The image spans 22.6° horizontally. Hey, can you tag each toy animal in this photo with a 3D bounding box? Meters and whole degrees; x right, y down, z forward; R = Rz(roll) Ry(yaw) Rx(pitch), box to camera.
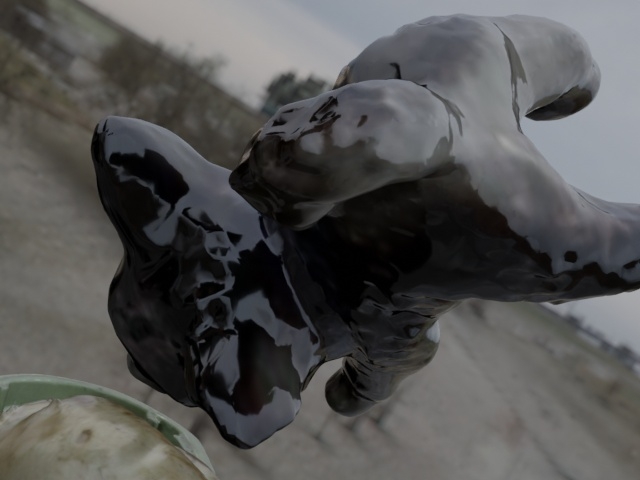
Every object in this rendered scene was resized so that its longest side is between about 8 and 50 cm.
[{"bbox_3d":[0.000,0.000,0.866,0.302,0.344,0.194,-3,67,-50],"label":"toy animal"}]

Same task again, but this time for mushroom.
[{"bbox_3d":[-0.108,0.149,0.797,0.166,0.127,0.166,20,-45,21],"label":"mushroom"}]

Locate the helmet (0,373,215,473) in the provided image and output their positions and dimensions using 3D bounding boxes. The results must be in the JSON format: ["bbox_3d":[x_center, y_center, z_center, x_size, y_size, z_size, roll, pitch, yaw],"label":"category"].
[{"bbox_3d":[-0.182,0.200,1.127,0.204,0.137,0.257,15,10,-12],"label":"helmet"}]
